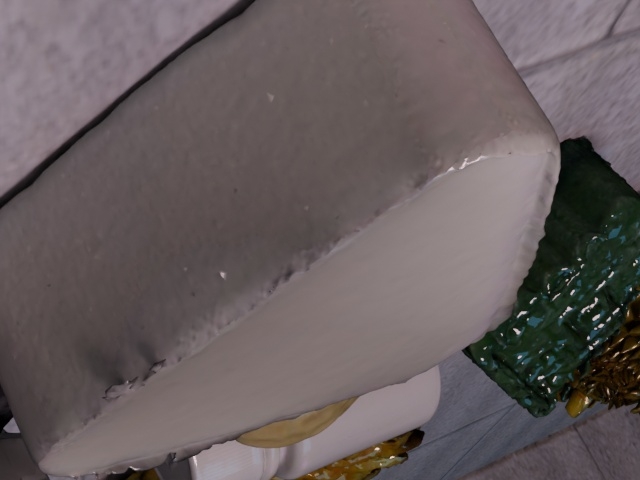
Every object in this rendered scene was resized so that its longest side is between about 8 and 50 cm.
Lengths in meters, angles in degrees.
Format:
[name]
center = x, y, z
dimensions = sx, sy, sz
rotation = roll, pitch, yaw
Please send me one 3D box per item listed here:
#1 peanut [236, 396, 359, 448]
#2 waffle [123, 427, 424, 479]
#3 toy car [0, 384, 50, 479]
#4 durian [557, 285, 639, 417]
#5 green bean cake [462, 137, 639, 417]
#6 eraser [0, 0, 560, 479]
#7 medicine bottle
[peanut]
center = 0.037, 0.047, 0.915
dimensions = 0.290, 0.130, 0.130
rotation = -31, 162, -7
[waffle]
center = -0.075, 0.263, 1.379
dimensions = 0.382, 0.095, 0.380
rotation = -29, 160, 14
[toy car]
center = -0.271, 0.190, 0.739
dimensions = 0.166, 0.198, 0.314
rotation = -40, 160, 15
[durian]
center = 0.372, 0.072, 1.291
dimensions = 0.258, 0.258, 0.293
rotation = -12, 158, -38
[green bean cake]
center = 0.206, 0.038, 1.038
dimensions = 0.208, 0.107, 0.193
rotation = -45, 138, 4
[eraser]
center = 0.000, 0.000, 0.713
dimensions = 0.331, 0.150, 0.331
rotation = -23, 158, -10
[medicine bottle]
center = -0.028, 0.133, 1.031
dimensions = 0.237, 0.139, 0.139
rotation = -19, 159, -25
